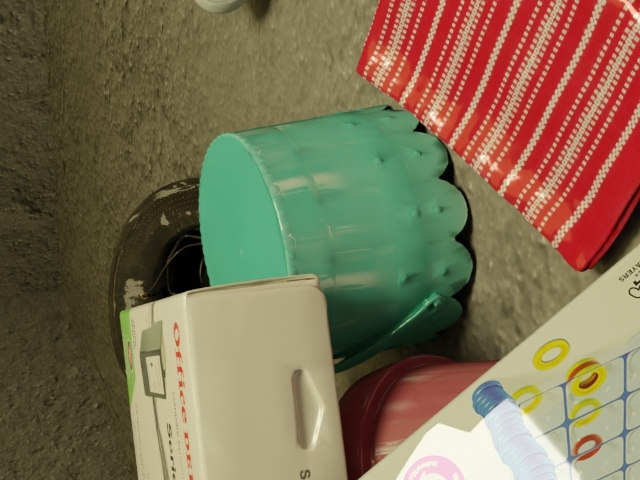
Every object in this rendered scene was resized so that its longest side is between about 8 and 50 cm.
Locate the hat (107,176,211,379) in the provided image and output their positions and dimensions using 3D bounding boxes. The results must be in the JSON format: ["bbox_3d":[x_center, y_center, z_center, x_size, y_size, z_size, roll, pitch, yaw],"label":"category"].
[{"bbox_3d":[-0.146,0.081,1.152,0.134,0.331,0.331,26,-133,-75],"label":"hat"}]

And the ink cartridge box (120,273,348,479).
[{"bbox_3d":[-0.089,0.143,0.704,0.273,0.115,0.198,160,104,-65],"label":"ink cartridge box"}]

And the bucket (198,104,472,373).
[{"bbox_3d":[0.000,0.000,0.825,0.281,0.183,0.281,37,132,56],"label":"bucket"}]

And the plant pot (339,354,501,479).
[{"bbox_3d":[0.133,0.178,0.644,0.180,0.201,0.201,-32,71,47],"label":"plant pot"}]

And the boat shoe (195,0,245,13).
[{"bbox_3d":[-0.144,-0.423,1.062,0.094,0.109,0.302,110,152,-71],"label":"boat shoe"}]

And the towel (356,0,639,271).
[{"bbox_3d":[0.140,-0.127,0.594,0.275,0.031,0.199,47,142,24],"label":"towel"}]

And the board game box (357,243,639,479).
[{"bbox_3d":[0.208,0.159,0.378,0.308,0.086,0.302,-43,51,11],"label":"board game box"}]
